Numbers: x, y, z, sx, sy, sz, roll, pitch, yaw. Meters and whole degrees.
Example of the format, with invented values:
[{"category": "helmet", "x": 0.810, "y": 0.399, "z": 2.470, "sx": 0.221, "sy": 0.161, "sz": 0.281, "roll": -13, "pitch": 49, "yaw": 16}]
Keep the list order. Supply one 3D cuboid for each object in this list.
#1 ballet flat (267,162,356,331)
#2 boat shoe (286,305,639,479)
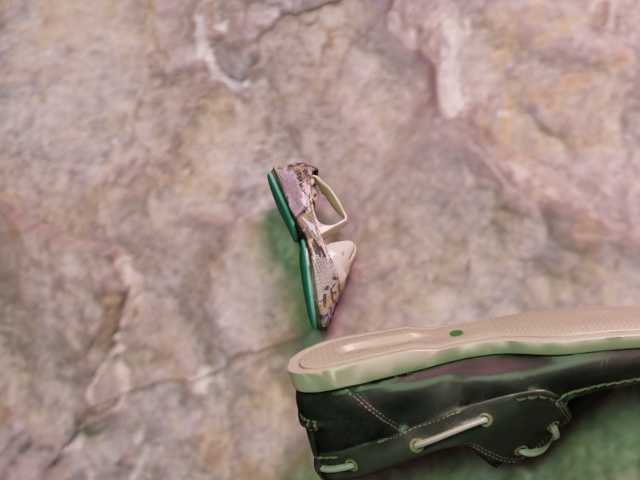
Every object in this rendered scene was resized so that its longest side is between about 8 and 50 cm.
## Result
[{"category": "ballet flat", "x": 0.000, "y": 0.000, "z": 1.156, "sx": 0.041, "sy": 0.041, "sz": 0.114, "roll": -22, "pitch": 59, "yaw": 8}, {"category": "boat shoe", "x": 0.102, "y": 0.081, "z": 1.065, "sx": 0.233, "sy": 0.084, "sz": 0.079, "roll": -10, "pitch": 98, "yaw": 8}]
